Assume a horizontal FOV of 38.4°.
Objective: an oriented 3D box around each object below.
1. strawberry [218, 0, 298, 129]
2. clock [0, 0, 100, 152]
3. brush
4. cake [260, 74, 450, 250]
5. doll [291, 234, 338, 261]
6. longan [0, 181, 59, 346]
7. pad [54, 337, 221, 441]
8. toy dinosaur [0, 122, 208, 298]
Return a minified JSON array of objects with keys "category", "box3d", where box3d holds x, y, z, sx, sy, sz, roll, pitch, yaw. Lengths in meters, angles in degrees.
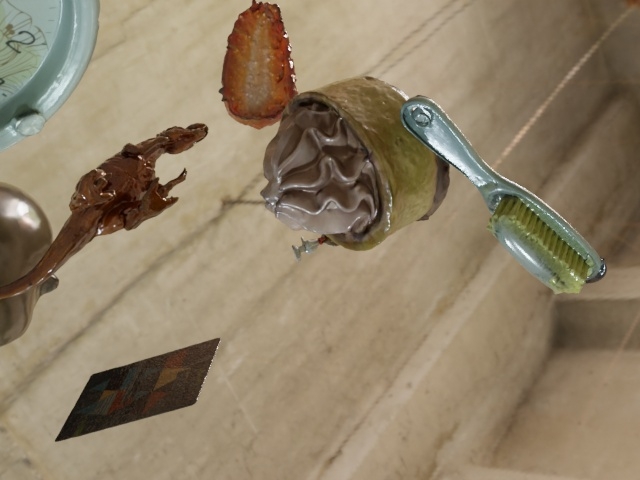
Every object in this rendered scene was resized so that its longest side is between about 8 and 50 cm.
[{"category":"strawberry","box3d":[-0.083,-0.259,1.381,0.121,0.188,0.082,6,177,13]},{"category":"clock","box3d":[-0.252,-0.131,0.545,0.236,0.236,0.053,-28,-122,-7]},{"category":"brush","box3d":[0.187,-0.034,0.975,0.068,0.297,0.060,-33,-161,53]},{"category":"cake","box3d":[0.021,-0.069,1.033,0.178,0.207,0.185,-39,-173,-30]},{"category":"doll","box3d":[-0.001,-0.001,1.357,0.085,0.040,0.058,-20,170,-25]},{"category":"longan","box3d":[-0.570,0.037,1.522,0.243,0.300,0.300,-2,-145,37]},{"category":"pad","box3d":[-0.235,0.191,1.192,0.211,0.003,0.143,-18,-154,18]},{"category":"toy dinosaur","box3d":[-0.294,-0.039,1.194,0.432,0.097,0.208,-42,-164,-21]}]
